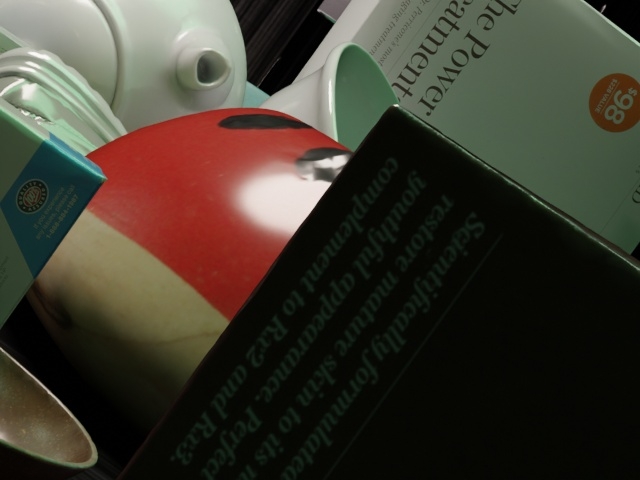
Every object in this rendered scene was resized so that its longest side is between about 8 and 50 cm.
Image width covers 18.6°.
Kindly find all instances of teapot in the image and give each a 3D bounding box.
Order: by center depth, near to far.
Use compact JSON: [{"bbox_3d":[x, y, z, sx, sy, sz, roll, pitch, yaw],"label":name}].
[{"bbox_3d":[-0.198,-0.133,1.526,0.252,0.256,0.187,50,21,15],"label":"teapot"}]

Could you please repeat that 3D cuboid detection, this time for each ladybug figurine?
[{"bbox_3d":[0.013,0.054,0.941,0.305,0.162,0.449,35,1,-32],"label":"ladybug figurine"}]

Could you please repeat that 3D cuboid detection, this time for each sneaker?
[{"bbox_3d":[-0.121,0.015,1.186,0.281,0.105,0.115,41,36,-8],"label":"sneaker"}]

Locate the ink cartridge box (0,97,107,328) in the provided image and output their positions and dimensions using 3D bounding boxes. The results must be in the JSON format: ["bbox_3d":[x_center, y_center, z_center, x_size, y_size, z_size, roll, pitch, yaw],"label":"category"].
[{"bbox_3d":[-0.172,-0.032,0.790,0.143,0.092,0.090,36,0,-9],"label":"ink cartridge box"}]

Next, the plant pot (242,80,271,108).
[{"bbox_3d":[-0.090,-0.059,2.099,0.290,0.195,0.290,35,1,-1],"label":"plant pot"}]

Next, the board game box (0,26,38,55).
[{"bbox_3d":[-0.361,-0.185,1.409,0.305,0.053,0.193,23,-6,33],"label":"board game box"}]

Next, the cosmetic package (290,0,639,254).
[{"bbox_3d":[0.093,-0.032,1.528,0.284,0.377,0.097,35,2,-15],"label":"cosmetic package"}]

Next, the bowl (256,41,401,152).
[{"bbox_3d":[0.002,0.022,1.348,0.298,0.134,0.297,-17,90,-76],"label":"bowl"}]

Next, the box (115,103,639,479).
[{"bbox_3d":[0.066,0.094,0.584,0.167,0.168,0.203,37,1,26],"label":"box"}]

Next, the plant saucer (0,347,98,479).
[{"bbox_3d":[-0.145,0.030,0.599,0.168,0.029,0.168,34,1,-1],"label":"plant saucer"}]
